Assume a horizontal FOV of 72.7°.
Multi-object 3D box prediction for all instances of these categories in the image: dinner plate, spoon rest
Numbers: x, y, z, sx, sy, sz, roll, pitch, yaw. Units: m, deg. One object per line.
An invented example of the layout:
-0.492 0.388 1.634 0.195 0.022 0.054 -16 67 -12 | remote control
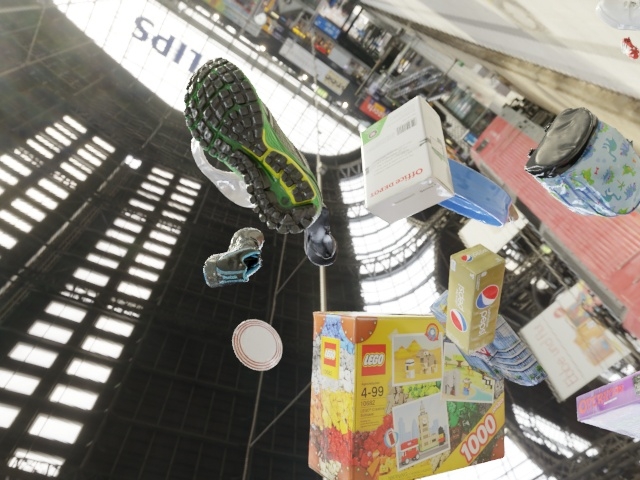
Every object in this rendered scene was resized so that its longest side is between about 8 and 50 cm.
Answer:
-0.164 0.273 1.142 0.141 0.141 0.017 41 -162 7 | dinner plate
-0.277 -0.191 1.281 0.276 0.137 0.084 50 -131 -31 | spoon rest

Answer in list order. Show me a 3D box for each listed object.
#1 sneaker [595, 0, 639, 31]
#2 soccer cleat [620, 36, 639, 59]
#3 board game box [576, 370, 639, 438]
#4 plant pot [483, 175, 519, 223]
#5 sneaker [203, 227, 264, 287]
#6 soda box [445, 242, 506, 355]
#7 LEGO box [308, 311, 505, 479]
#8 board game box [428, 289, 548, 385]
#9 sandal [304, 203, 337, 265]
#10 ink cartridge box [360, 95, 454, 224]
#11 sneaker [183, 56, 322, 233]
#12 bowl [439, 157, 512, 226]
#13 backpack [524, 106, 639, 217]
0.806 -0.569 1.080 0.212 0.080 0.094 30 162 12 | sneaker
0.876 -0.539 1.234 0.035 0.029 0.083 62 -164 -63 | soccer cleat
0.554 0.224 0.598 0.209 0.346 0.056 13 -123 1 | board game box
0.675 -0.141 1.760 0.237 0.110 0.237 48 -170 -11 | plant pot
-0.243 0.058 1.431 0.140 0.124 0.340 -1 -155 16 | sneaker
0.251 0.099 0.714 0.062 0.181 0.058 -21 -143 -18 | soda box
0.232 0.374 1.112 0.501 0.193 0.371 6 -98 -31 | LEGO box
0.315 0.192 0.870 0.194 0.060 0.194 49 170 -4 | board game box
-0.001 0.000 1.239 0.054 0.097 0.254 55 169 38 | sandal
0.174 -0.164 0.910 0.093 0.160 0.219 29 -131 -39 | ink cartridge box
-0.118 -0.166 0.784 0.343 0.134 0.146 59 -167 -2 | sneaker
0.337 -0.159 1.206 0.392 0.077 0.391 27 -175 -3 | bowl
0.905 -0.226 1.455 0.355 0.290 0.273 44 169 -31 | backpack
